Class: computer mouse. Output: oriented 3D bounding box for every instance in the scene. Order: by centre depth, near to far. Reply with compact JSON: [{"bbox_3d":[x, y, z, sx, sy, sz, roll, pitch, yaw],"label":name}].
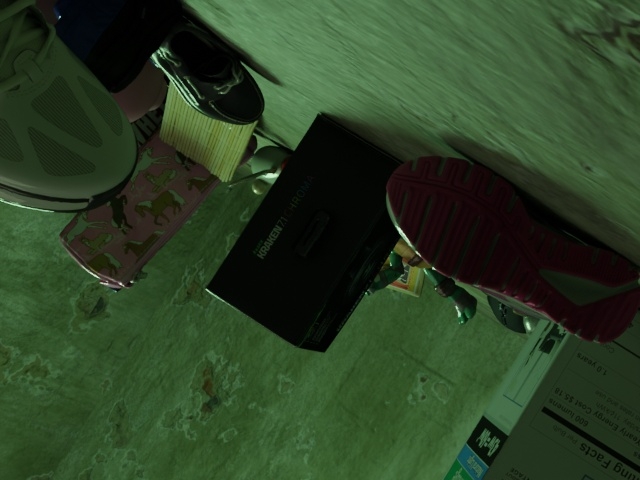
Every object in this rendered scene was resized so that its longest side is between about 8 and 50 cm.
[{"bbox_3d":[0.307,0.103,2.133,0.184,0.060,0.262,31,178,23],"label":"computer mouse"}]

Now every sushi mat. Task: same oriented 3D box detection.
[{"bbox_3d":[-0.188,-0.183,1.936,0.151,0.019,0.316,33,161,-2],"label":"sushi mat"}]

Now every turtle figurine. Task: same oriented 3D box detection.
[{"bbox_3d":[0.146,0.019,1.751,0.234,0.118,0.175,31,138,-6],"label":"turtle figurine"}]

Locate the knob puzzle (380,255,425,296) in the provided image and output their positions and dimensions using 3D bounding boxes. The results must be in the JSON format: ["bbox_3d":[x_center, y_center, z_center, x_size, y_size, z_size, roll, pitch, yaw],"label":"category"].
[{"bbox_3d":[0.074,0.010,1.876,0.213,0.030,0.213,16,140,14],"label":"knob puzzle"}]

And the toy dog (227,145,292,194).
[{"bbox_3d":[-0.047,-0.062,2.031,0.220,0.161,0.333,33,178,-7],"label":"toy dog"}]

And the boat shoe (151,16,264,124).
[{"bbox_3d":[-0.121,-0.180,1.302,0.065,0.075,0.206,35,176,43],"label":"boat shoe"}]

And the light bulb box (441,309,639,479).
[{"bbox_3d":[0.363,0.295,1.417,0.358,0.361,0.225,32,178,1],"label":"light bulb box"}]

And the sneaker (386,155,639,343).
[{"bbox_3d":[0.164,0.010,1.093,0.252,0.103,0.111,33,177,-9],"label":"sneaker"}]

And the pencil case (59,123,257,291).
[{"bbox_3d":[-0.291,-0.087,2.153,0.167,0.386,0.160,44,174,-19],"label":"pencil case"}]

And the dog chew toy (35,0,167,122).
[{"bbox_3d":[-0.345,-0.249,1.507,0.332,0.206,0.206,24,-177,-32],"label":"dog chew toy"}]

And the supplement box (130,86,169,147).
[{"bbox_3d":[-0.356,-0.255,2.257,0.194,0.129,0.191,33,-174,-44],"label":"supplement box"}]

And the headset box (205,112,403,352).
[{"bbox_3d":[0.000,0.000,1.463,0.131,0.246,0.283,32,178,10],"label":"headset box"}]

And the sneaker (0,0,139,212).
[{"bbox_3d":[-0.314,-0.200,0.982,0.447,0.169,0.257,38,150,-16],"label":"sneaker"}]

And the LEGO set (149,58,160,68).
[{"bbox_3d":[-0.221,-0.270,1.350,0.182,0.060,0.244,36,173,45],"label":"LEGO set"}]

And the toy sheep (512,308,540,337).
[{"bbox_3d":[0.321,0.112,1.630,0.132,0.091,0.091,13,-177,-13],"label":"toy sheep"}]

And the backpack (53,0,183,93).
[{"bbox_3d":[-0.211,-0.212,1.182,0.101,0.120,0.098,31,179,29],"label":"backpack"}]
